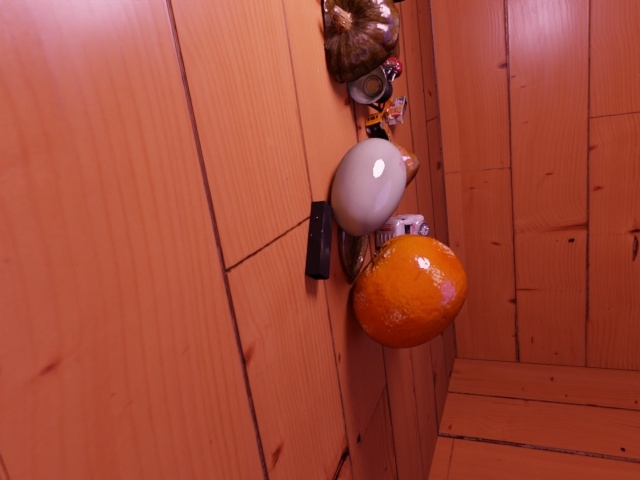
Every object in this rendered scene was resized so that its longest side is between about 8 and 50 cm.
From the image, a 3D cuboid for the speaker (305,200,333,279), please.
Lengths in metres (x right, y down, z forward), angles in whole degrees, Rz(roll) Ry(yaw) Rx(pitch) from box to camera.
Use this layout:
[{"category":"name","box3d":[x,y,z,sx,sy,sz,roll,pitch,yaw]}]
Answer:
[{"category":"speaker","box3d":[0.000,0.000,1.352,0.082,0.044,0.218,36,55,-61]}]

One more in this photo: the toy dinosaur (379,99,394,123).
[{"category":"toy dinosaur","box3d":[0.284,-0.592,2.044,0.212,0.057,0.142,-25,99,-66]}]

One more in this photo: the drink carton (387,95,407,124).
[{"category":"drink carton","box3d":[0.364,-0.617,2.207,0.056,0.071,0.166,69,30,-44]}]

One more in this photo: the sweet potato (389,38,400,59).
[{"category":"sweet potato","box3d":[0.316,-0.883,2.092,0.292,0.097,0.097,49,44,-58]}]

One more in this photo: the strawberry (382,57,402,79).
[{"category":"strawberry","box3d":[0.324,-0.775,2.093,0.106,0.106,0.106,-2,90,-67]}]

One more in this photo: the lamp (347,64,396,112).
[{"category":"lamp","box3d":[0.209,-0.579,1.738,0.172,0.147,0.227,-63,164,20]}]

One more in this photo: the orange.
[{"category":"orange","box3d":[0.295,0.165,1.611,0.326,0.424,0.424,48,33,-7]}]

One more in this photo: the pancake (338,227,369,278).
[{"category":"pancake","box3d":[0.118,0.008,1.640,0.250,0.031,0.250,1,90,-64]}]

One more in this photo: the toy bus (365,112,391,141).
[{"category":"toy bus","box3d":[0.238,-0.444,1.907,0.162,0.069,0.074,48,35,-53]}]

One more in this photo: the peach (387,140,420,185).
[{"category":"peach","box3d":[0.248,-0.270,1.717,0.214,0.235,0.214,-11,90,-72]}]

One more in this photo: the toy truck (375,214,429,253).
[{"category":"toy truck","box3d":[0.329,0.089,1.928,0.206,0.173,0.388,-6,94,-37]}]

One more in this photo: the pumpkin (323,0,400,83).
[{"category":"pumpkin","box3d":[0.133,-0.691,1.491,0.242,0.232,0.325,-17,101,-63]}]

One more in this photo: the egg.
[{"category":"egg","box3d":[0.151,-0.170,1.486,0.230,0.229,0.371,62,39,-45]}]
